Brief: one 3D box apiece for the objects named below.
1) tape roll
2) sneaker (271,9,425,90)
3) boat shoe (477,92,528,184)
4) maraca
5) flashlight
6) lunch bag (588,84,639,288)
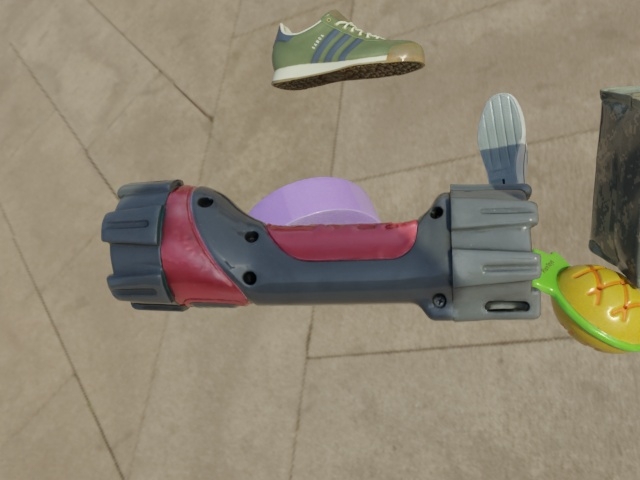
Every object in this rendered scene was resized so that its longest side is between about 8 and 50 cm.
[{"bbox_3d":[-0.015,0.006,1.374,0.275,0.275,0.090,-32,50,13],"label":"tape roll"},{"bbox_3d":[0.027,-0.237,0.850,0.192,0.064,0.086,-4,86,21],"label":"sneaker"},{"bbox_3d":[0.328,-0.149,1.272,0.083,0.076,0.226,2,101,24],"label":"boat shoe"},{"bbox_3d":[0.347,0.076,0.926,0.186,0.127,0.099,38,123,15],"label":"maraca"},{"bbox_3d":[0.000,0.000,0.523,0.304,0.103,0.103,-3,37,10],"label":"flashlight"},{"bbox_3d":[0.515,-0.079,0.909,0.287,0.235,0.169,-6,21,-5],"label":"lunch bag"}]
